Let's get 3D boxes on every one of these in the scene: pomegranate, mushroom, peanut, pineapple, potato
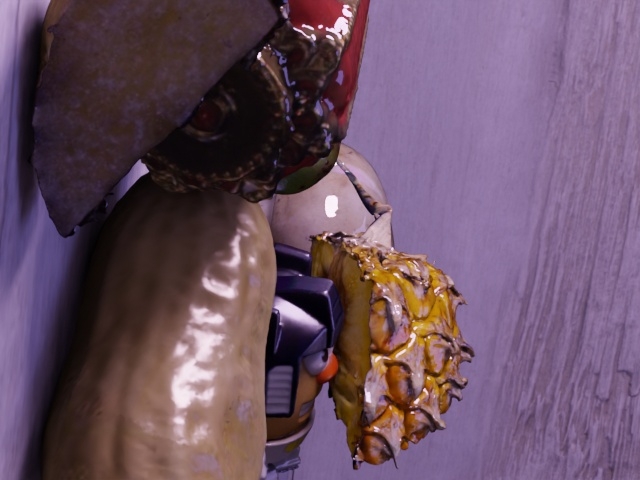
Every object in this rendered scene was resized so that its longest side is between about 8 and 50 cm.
[{"bbox_3d":[-0.035,-0.111,1.685,0.130,0.130,0.130,8,90,-87],"label":"pomegranate"},{"bbox_3d":[0.000,0.000,1.969,0.255,0.184,0.255,10,90,-85],"label":"mushroom"},{"bbox_3d":[-0.098,0.083,1.025,0.147,0.147,0.319,93,0,-51],"label":"peanut"},{"bbox_3d":[0.084,0.063,1.659,0.334,0.161,0.158,-103,-162,-55],"label":"pineapple"},{"bbox_3d":[-0.113,-0.101,0.864,0.172,0.100,0.089,-47,-146,10],"label":"potato"}]

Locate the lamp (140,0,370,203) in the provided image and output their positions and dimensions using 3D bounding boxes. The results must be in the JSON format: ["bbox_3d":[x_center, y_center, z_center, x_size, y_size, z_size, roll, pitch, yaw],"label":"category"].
[{"bbox_3d":[-0.049,-0.141,1.041,0.274,0.177,0.177,-81,177,-57],"label":"lamp"}]

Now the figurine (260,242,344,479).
[{"bbox_3d":[-0.061,0.145,1.619,0.308,0.143,0.308,179,-90,-77],"label":"figurine"}]
